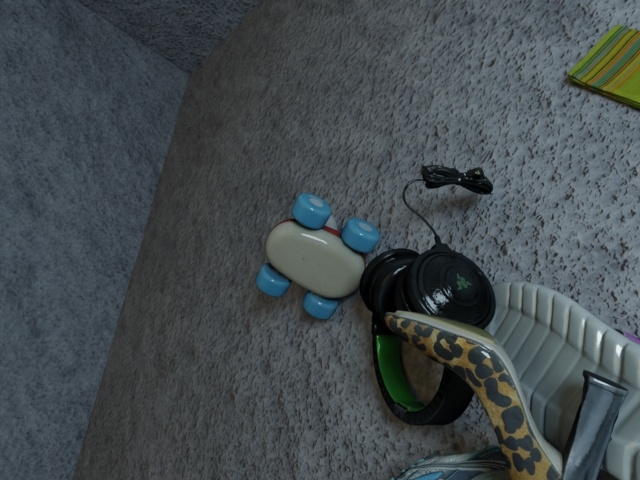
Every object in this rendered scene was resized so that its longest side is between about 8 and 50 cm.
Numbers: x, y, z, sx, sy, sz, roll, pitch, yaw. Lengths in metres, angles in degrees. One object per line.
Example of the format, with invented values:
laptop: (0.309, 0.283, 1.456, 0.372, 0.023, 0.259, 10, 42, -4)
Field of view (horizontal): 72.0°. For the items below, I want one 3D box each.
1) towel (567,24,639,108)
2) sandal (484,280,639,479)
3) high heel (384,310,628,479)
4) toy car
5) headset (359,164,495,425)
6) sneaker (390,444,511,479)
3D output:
towel: (0.475, -0.235, 0.619, 0.102, 0.021, 0.237, -52, 39, 17)
sandal: (0.329, 0.171, 0.493, 0.416, 0.102, 0.169, -142, 66, -66)
high heel: (0.165, 0.195, 0.489, 0.261, 0.093, 0.186, 19, 94, 31)
toy car: (0.000, 0.000, 0.958, 0.219, 0.210, 0.238, -61, 6, 26)
headset: (0.181, 0.079, 0.687, 0.243, 0.185, 0.394, 174, 100, -72)
sneaker: (0.131, 0.339, 0.551, 0.283, 0.110, 0.122, -15, 9, 0)
